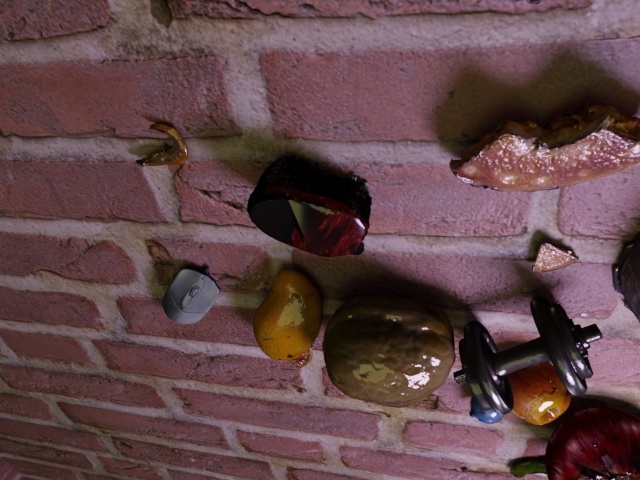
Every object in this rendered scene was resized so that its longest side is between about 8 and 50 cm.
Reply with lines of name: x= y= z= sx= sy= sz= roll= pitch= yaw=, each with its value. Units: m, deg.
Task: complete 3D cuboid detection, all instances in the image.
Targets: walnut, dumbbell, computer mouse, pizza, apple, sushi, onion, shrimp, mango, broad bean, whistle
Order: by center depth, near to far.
pizza: x=0.352 y=-0.143 z=0.721 sx=0.305 sy=0.086 sz=0.161 roll=-5 pitch=149 yaw=21
sushi: x=-0.019 y=-0.062 z=0.870 sx=0.224 sy=0.126 sz=0.136 roll=16 pitch=129 yaw=-5
pizza: x=0.429 y=0.024 z=0.872 sx=0.083 sy=0.025 sz=0.078 roll=-17 pitch=126 yaw=25
shrimp: x=-0.318 y=-0.180 z=0.916 sx=0.126 sy=0.025 sz=0.091 roll=-13 pitch=123 yaw=19
dumbbell: x=0.397 y=0.225 z=0.925 sx=0.289 sy=0.192 sz=0.192 roll=-28 pitch=117 yaw=26
walnut: x=0.140 y=0.234 z=0.992 sx=0.282 sy=0.227 sz=0.283 roll=4 pitch=118 yaw=8
apple: x=0.473 y=0.331 z=1.030 sx=0.146 sy=0.147 sz=0.147 roll=8 pitch=130 yaw=9
mango: x=-0.077 y=0.183 z=1.088 sx=0.157 sy=0.109 sz=0.262 roll=18 pitch=129 yaw=6
onion: x=0.667 y=0.518 z=1.115 sx=0.272 sy=0.285 sz=0.274 roll=0 pitch=90 yaw=9
whistle: x=0.418 y=0.392 z=1.136 sx=0.090 sy=0.090 sz=0.158 roll=33 pitch=130 yaw=-11
computer mouse: x=-0.324 y=0.146 z=1.153 sx=0.113 sy=0.068 sz=0.229 roll=31 pitch=130 yaw=-12
pizza: x=-0.061 y=0.311 z=1.240 sx=0.100 sy=0.029 sz=0.099 roll=0 pitch=129 yaw=16
broad bean: x=0.608 y=0.628 z=1.299 sx=0.061 sy=0.046 sz=0.195 roll=35 pitch=135 yaw=-28

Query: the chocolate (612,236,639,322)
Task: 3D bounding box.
chocolate: x=0.664 y=0.111 z=0.759 sx=0.302 sy=0.213 sz=0.304 roll=7 pitch=130 yaw=8

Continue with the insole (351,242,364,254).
insole: x=0.000 y=0.000 z=0.986 sx=0.188 sy=0.004 sz=0.064 roll=10 pitch=130 yaw=7
